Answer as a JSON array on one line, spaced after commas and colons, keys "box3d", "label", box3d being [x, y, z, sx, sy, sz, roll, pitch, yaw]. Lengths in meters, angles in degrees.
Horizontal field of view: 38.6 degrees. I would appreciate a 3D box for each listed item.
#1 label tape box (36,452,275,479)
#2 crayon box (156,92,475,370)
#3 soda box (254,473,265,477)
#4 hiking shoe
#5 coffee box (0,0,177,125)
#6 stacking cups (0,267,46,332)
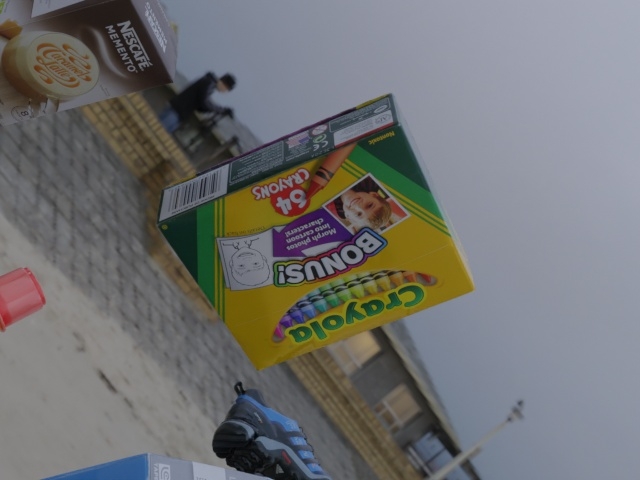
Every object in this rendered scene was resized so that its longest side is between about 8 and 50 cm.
[{"box3d": [-0.227, 0.391, 1.261, 0.348, 0.249, 0.115, 36, 41, -54], "label": "label tape box"}, {"box3d": [0.000, 0.000, 1.327, 0.106, 0.363, 0.313, -94, 159, -54], "label": "crayon box"}, {"box3d": [-0.140, 0.476, 1.586, 0.069, 0.216, 0.074, 41, -16, -2], "label": "soda box"}, {"box3d": [-0.040, 0.367, 1.527, 0.304, 0.113, 0.132, 47, 35, -19], "label": "hiking shoe"}, {"box3d": [-0.324, -0.254, 1.169, 0.141, 0.247, 0.098, 66, 16, -46], "label": "coffee box"}, {"box3d": [-0.511, 0.125, 1.164, 0.096, 0.316, 0.096, 37, -37, 35], "label": "stacking cups"}]
